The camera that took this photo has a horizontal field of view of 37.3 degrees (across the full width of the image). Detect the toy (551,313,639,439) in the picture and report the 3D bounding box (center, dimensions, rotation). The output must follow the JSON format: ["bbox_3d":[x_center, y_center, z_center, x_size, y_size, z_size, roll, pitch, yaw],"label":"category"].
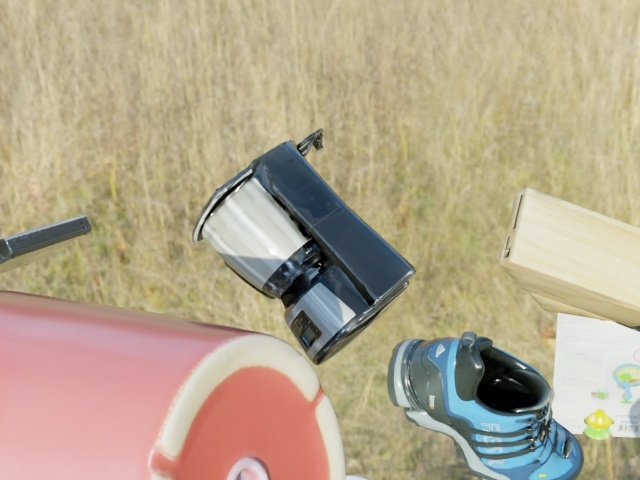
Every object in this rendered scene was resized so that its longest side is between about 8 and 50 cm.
[{"bbox_3d":[0.403,0.182,1.355,0.137,0.237,0.056,1,33,11],"label":"toy"}]

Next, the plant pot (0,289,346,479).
[{"bbox_3d":[-0.134,0.161,0.620,0.243,0.274,0.275,-7,25,33],"label":"plant pot"}]

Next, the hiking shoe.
[{"bbox_3d":[0.212,0.202,1.052,0.132,0.304,0.113,-20,46,46],"label":"hiking shoe"}]

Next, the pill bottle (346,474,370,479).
[{"bbox_3d":[0.056,0.466,1.174,0.188,0.333,0.188,-16,23,7],"label":"pill bottle"}]

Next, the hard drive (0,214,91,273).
[{"bbox_3d":[-0.300,0.012,0.936,0.094,0.022,0.135,-25,2,21],"label":"hard drive"}]

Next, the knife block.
[{"bbox_3d":[0.356,0.038,1.062,0.242,0.276,0.088,6,73,31],"label":"knife block"}]

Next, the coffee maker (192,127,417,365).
[{"bbox_3d":[0.000,0.000,0.883,0.171,0.120,0.178,-43,82,-12],"label":"coffee maker"}]
